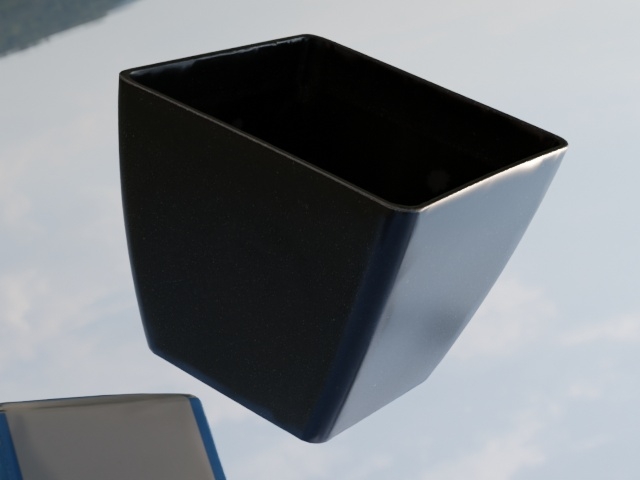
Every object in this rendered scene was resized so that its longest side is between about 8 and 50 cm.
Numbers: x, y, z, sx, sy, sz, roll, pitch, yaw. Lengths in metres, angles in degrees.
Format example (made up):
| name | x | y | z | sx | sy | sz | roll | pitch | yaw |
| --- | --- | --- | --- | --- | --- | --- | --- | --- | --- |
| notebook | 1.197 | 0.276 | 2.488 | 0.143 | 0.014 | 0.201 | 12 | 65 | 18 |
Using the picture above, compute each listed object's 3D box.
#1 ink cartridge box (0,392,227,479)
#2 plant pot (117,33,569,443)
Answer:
| name | x | y | z | sx | sy | sz | roll | pitch | yaw |
| --- | --- | --- | --- | --- | --- | --- | --- | --- | --- |
| ink cartridge box | -0.096 | 0.157 | 0.485 | 0.082 | 0.139 | 0.190 | -1 | 148 | -37 |
| plant pot | 0.000 | 0.000 | 0.806 | 0.187 | 0.167 | 0.188 | 27 | -152 | 26 |
